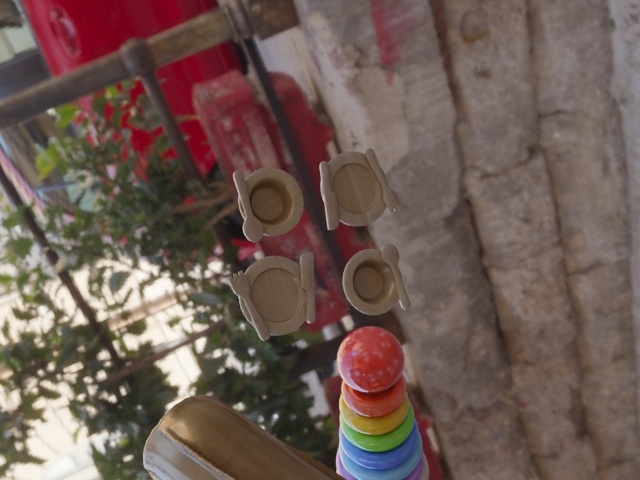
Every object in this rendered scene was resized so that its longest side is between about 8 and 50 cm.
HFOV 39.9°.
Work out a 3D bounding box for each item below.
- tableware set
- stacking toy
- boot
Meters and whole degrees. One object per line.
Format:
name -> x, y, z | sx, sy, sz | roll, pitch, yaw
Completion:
tableware set -> 0.000, 0.000, 0.720 | 0.020, 0.169, 0.141 | -17, 84, 63
stacking toy -> 0.077, 0.249, 1.242 | 0.330, 0.141, 0.141 | 81, 167, -44
boot -> 0.047, 0.206, 0.535 | 0.270, 0.089, 0.236 | 23, 154, 31
